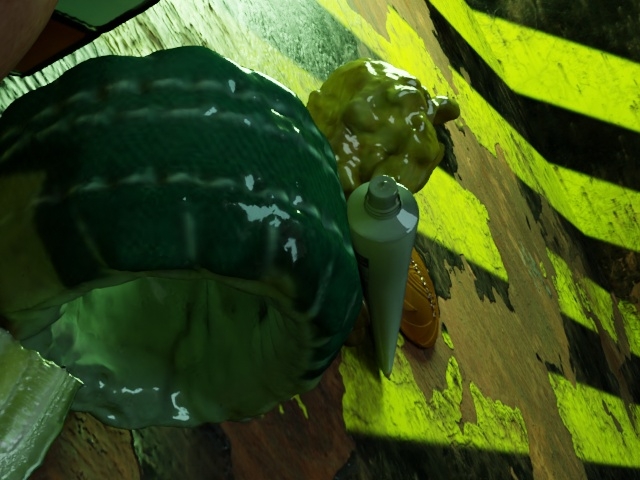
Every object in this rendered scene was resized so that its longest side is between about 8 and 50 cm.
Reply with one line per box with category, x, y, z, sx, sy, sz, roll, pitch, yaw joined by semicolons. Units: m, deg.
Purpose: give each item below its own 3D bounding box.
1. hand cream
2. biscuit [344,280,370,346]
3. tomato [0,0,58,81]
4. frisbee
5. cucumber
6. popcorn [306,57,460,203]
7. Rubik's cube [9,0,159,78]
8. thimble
hand cream;0.071;0.037;1.161;0.340;0.078;0.124;84;-7;-58
biscuit;0.000;0.000;1.125;0.180;0.039;0.236;95;-29;-72
tomato;-0.262;-0.131;0.376;0.341;0.341;0.272;38;42;-49
frisbee;0.132;0.060;1.457;0.192;0.035;0.192;48;29;-38
cucumber;-0.175;0.100;0.529;0.067;0.035;0.107;36;40;-11
popcorn;0.067;-0.137;1.313;0.190;0.191;0.253;42;16;8
Rubik's cube;-0.233;-0.243;0.745;0.183;0.180;0.167;14;56;-65
thimble;-0.101;0.013;0.701;0.288;0.254;0.167;60;20;-56
